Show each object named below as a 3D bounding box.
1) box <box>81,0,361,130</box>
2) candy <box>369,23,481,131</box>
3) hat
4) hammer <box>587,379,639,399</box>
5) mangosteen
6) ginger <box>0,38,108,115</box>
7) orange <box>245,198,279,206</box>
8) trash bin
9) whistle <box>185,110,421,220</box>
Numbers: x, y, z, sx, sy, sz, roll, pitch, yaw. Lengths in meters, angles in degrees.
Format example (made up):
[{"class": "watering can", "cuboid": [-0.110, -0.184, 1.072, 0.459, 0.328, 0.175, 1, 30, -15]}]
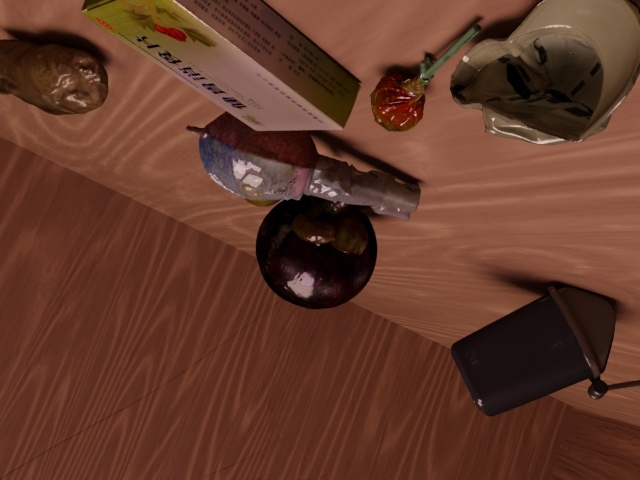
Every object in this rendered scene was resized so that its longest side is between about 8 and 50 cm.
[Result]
[{"class": "box", "cuboid": [-0.104, -0.207, 0.769, 0.260, 0.062, 0.175, 30, 168, -38]}, {"class": "candy", "cuboid": [0.099, -0.154, 0.664, 0.060, 0.061, 0.201, 25, 163, -11]}, {"class": "hat", "cuboid": [0.181, -0.134, 0.544, 0.122, 0.081, 0.166, 57, 157, 12]}, {"class": "hammer", "cuboid": [0.618, 0.238, 1.234, 0.292, 0.029, 0.058, -12, 159, 8]}, {"class": "mangosteen", "cuboid": [0.000, 0.000, 1.267, 0.228, 0.228, 0.265, 22, 142, 1]}, {"class": "ginger", "cuboid": [-0.424, -0.253, 1.107, 0.262, 0.109, 0.116, 16, -165, 35]}, {"class": "orange", "cuboid": [-0.100, -0.101, 1.268, 0.085, 0.085, 0.095, 30, 170, -37]}, {"class": "trash bin", "cuboid": [0.405, 0.206, 1.318, 0.182, 0.290, 0.209, 67, -168, 24]}, {"class": "whistle", "cuboid": [-0.022, -0.105, 0.999, 0.346, 0.134, 0.142, 16, 169, -16]}]
